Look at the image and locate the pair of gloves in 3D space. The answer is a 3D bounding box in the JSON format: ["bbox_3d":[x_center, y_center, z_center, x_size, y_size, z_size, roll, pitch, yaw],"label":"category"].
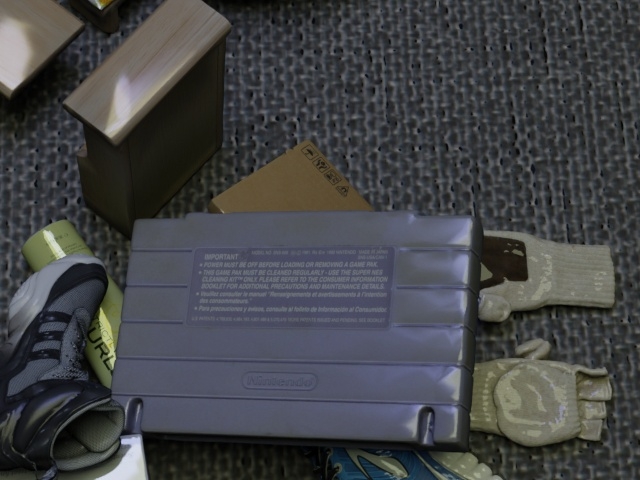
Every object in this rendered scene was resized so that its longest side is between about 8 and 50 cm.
[{"bbox_3d":[0.210,0.098,1.650,0.204,0.042,0.240,9,68,-1],"label":"pair of gloves"}]

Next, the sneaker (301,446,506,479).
[{"bbox_3d":[0.038,0.220,1.538,0.330,0.130,0.147,38,67,11],"label":"sneaker"}]

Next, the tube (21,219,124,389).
[{"bbox_3d":[-0.218,0.088,1.612,0.070,0.062,0.240,-39,78,19],"label":"tube"}]

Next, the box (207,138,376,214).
[{"bbox_3d":[0.000,0.000,1.640,0.201,0.021,0.164,48,48,8],"label":"box"}]

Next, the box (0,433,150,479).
[{"bbox_3d":[-0.242,0.296,1.487,0.181,0.119,0.181,-8,68,-8],"label":"box"}]

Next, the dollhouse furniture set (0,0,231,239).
[{"bbox_3d":[-0.300,-0.216,1.622,0.394,0.256,0.362,38,69,11],"label":"dollhouse furniture set"}]

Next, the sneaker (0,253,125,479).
[{"bbox_3d":[-0.237,0.127,1.477,0.153,0.101,0.268,16,47,20],"label":"sneaker"}]

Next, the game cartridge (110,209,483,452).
[{"bbox_3d":[-0.024,0.083,1.505,0.355,0.068,0.230,0,68,19],"label":"game cartridge"}]
